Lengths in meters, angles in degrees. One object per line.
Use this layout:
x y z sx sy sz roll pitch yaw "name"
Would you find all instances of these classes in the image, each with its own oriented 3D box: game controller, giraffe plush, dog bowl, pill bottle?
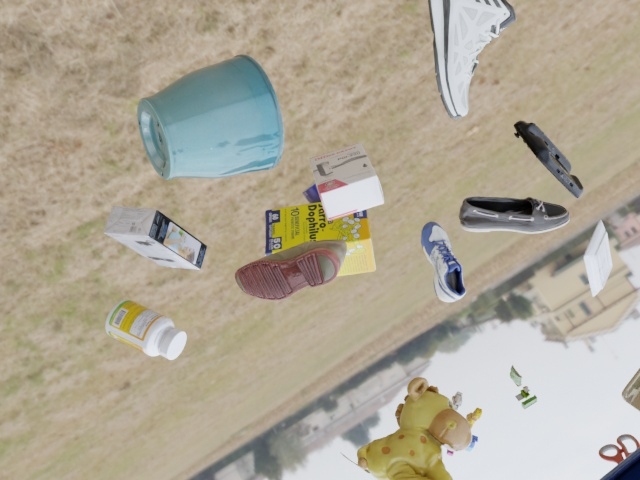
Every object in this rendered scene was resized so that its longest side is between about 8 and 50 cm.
0.670 -0.233 1.782 0.067 0.167 0.319 -33 140 30 "game controller"
0.162 0.314 0.942 0.170 0.210 0.181 -56 162 -15 "giraffe plush"
0.063 -0.217 2.222 0.265 0.104 0.265 -39 -174 5 "dog bowl"
-0.571 0.299 2.010 0.136 0.245 0.136 -55 157 -37 "pill bottle"

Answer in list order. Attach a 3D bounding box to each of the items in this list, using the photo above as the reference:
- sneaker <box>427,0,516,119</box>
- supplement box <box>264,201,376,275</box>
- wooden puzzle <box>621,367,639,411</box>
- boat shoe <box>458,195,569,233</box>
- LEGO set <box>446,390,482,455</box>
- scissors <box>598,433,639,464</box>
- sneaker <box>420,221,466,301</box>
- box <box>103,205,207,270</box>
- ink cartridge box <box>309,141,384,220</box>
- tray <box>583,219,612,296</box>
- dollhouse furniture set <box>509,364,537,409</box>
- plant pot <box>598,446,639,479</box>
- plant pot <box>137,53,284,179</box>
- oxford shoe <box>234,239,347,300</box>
0.496 -0.618 1.943 0.257 0.448 0.169 -4 -158 19 "sneaker"
0.000 0.000 2.115 0.356 0.194 0.195 -8 143 5 "supplement box"
0.736 0.284 1.145 0.221 0.238 0.044 -56 152 7 "wooden puzzle"
0.590 -0.087 1.846 0.335 0.112 0.096 -3 126 4 "boat shoe"
0.474 0.587 1.975 0.227 0.087 0.093 -70 180 -50 "LEGO set"
0.798 0.583 1.558 0.109 0.021 0.297 -28 -176 11 "scissors"
0.449 0.069 2.158 0.111 0.297 0.131 -16 177 -18 "sneaker"
-0.493 -0.002 1.853 0.169 0.087 0.290 4 159 24 "box"
0.066 -0.163 1.639 0.158 0.218 0.092 -18 122 1 "ink cartridge box"
0.898 0.064 1.956 0.145 0.030 0.270 -58 140 -17 "tray"
0.728 0.543 2.246 0.058 0.152 0.076 -27 139 -6 "dollhouse furniture set"
0.605 0.506 1.038 0.236 0.212 0.236 -57 167 28 "plant pot"
-0.260 -0.256 1.371 0.255 0.272 0.272 -21 163 -27 "plant pot"
-0.077 0.076 1.665 0.348 0.123 0.130 -11 -158 31 "oxford shoe"
